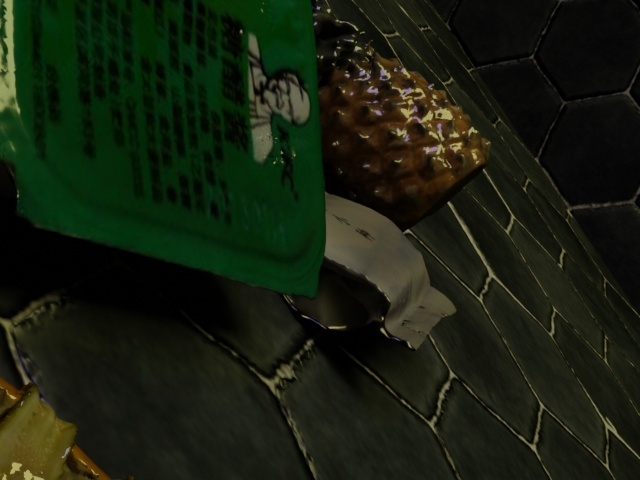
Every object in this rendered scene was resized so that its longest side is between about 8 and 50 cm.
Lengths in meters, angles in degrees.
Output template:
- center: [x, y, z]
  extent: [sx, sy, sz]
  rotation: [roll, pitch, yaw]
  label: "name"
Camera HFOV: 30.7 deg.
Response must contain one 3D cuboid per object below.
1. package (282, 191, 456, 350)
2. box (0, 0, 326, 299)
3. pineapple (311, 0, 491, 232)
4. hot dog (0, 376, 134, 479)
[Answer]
- center: [0.000, 0.000, 0.995]
  extent: [0.251, 0.062, 0.204]
  rotation: [41, 17, 8]
  label: "package"
- center: [-0.119, -0.104, 0.713]
  extent: [0.336, 0.106, 0.264]
  rotation: [22, 63, -60]
  label: "box"
- center: [0.010, -0.160, 1.175]
  extent: [0.340, 0.169, 0.169]
  rotation: [47, 17, 4]
  label: "pineapple"
- center: [-0.144, 0.081, 0.437]
  extent: [0.269, 0.072, 0.109]
  rotation: [49, 15, -15]
  label: "hot dog"
